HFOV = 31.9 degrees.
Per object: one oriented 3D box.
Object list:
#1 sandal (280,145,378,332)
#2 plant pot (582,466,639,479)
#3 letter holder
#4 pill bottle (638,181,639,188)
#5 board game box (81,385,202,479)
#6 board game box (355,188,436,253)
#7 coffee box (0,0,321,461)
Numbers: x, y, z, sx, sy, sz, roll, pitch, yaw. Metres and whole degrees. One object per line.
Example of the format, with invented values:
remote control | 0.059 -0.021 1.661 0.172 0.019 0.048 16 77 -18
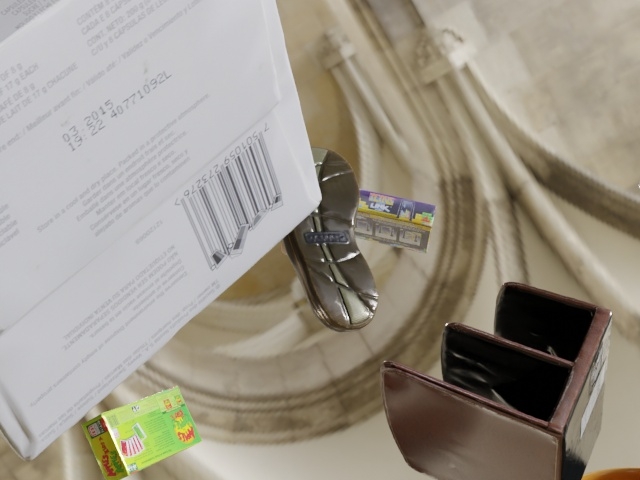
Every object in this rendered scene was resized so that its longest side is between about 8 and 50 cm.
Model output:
sandal | 0.000 0.000 1.056 0.090 0.219 0.060 1 143 -25
plant pot | 0.379 0.409 1.364 0.205 0.188 0.205 -11 -165 3
letter holder | 0.197 0.178 1.268 0.214 0.302 0.152 18 -117 22
pill bottle | 0.418 -0.019 1.178 0.094 0.169 0.094 -44 -175 4
board game box | -0.252 0.276 1.603 0.043 0.092 0.181 -29 172 27
board game box | 0.127 -0.038 2.111 0.141 0.170 0.048 90 14 -68
coffee box | -0.250 -0.112 0.884 0.334 0.338 0.337 34 -116 33
